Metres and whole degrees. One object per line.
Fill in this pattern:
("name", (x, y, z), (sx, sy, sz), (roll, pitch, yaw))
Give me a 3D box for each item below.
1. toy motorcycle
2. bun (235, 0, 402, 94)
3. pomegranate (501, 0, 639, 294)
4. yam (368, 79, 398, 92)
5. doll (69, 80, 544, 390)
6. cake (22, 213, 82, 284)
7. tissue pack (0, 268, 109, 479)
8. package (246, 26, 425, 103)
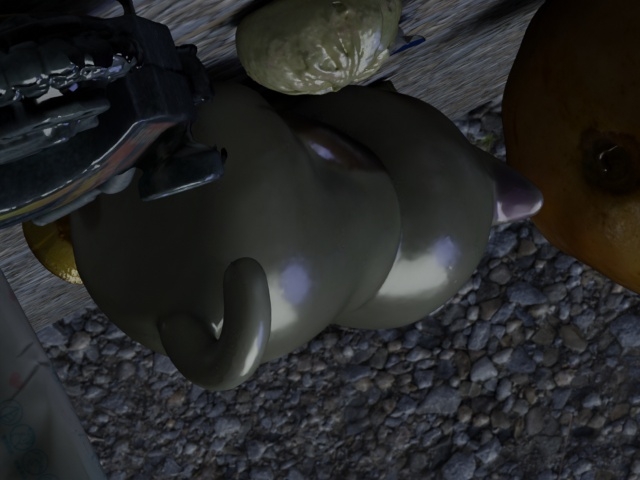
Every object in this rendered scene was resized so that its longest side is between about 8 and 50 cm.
("toy motorcycle", (-0.139, -0.053, 0.859), (0.173, 0.108, 0.307), (-19, 180, 4))
("bun", (0.003, -0.128, 1.245), (0.115, 0.069, 0.115), (-26, 179, 0))
("pomegranate", (0.396, -0.129, 2.002), (0.411, 0.411, 0.411), (-27, 178, -1))
("yam", (-0.024, -0.092, 2.115), (0.253, 0.061, 0.061), (-27, 178, 7))
("doll", (-0.024, -0.019, 1.504), (0.370, 0.226, 0.215), (-19, 160, -51))
("cake", (-0.198, -0.006, 1.578), (0.044, 0.084, 0.084), (-36, 174, 29))
("tissue pack", (-0.270, 0.138, 1.565), (0.124, 0.271, 0.201), (-27, 179, -20))
("package", (0.000, -0.137, 1.633), (0.171, 0.027, 0.173), (-27, 174, 12))
